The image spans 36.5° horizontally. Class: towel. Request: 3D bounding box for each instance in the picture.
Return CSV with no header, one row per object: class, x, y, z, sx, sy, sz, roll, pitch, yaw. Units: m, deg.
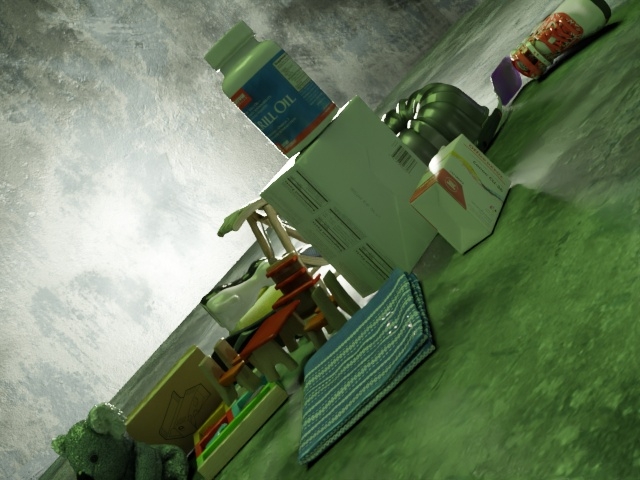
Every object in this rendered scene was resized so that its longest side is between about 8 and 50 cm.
towel,0.055,0.165,1.381,0.243,0.040,0.336,-45,8,10

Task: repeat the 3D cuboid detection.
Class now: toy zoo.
toy zoo,-0.148,0.307,1.720,0.192,0.030,0.293,-47,8,-5

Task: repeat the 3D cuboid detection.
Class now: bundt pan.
bundt pan,0.192,-0.206,2.035,0.331,0.124,0.331,-41,17,15

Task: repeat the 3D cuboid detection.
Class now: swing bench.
swing bench,-0.061,0.004,1.973,0.165,0.254,0.253,-47,9,-10

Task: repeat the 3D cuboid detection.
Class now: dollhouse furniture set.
dollhouse furniture set,-0.070,0.131,1.693,0.262,0.135,0.259,-33,8,23

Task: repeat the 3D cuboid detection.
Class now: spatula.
spatula,0.350,-0.266,1.928,0.030,0.084,0.296,-10,34,32

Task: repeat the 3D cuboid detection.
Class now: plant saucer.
plant saucer,-0.155,0.167,2.387,0.188,0.045,0.188,-48,9,-15

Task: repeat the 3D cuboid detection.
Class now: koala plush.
koala plush,-0.357,0.391,1.691,0.196,0.221,0.203,-40,10,37

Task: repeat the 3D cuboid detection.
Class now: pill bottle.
pill bottle,-0.086,-0.255,1.621,0.124,0.221,0.124,-44,8,8

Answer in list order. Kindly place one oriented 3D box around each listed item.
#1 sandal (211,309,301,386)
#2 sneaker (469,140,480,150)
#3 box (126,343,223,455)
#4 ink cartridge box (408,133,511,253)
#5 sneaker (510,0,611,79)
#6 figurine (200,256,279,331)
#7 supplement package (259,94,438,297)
sandal,-0.129,0.208,1.877,0.254,0.097,0.054,-42,9,20
sneaker,0.260,-0.160,1.808,0.077,0.072,0.178,-50,10,-12
box,-0.260,0.318,1.824,0.021,0.164,0.201,22,64,47
ink cartridge box,0.220,-0.083,1.481,0.067,0.115,0.198,-41,10,37
sneaker,0.458,-0.390,1.888,0.145,0.090,0.270,-48,5,-5
figurine,-0.178,0.112,2.329,0.209,0.092,0.215,-43,8,-10
supplement package,0.069,-0.074,1.675,0.204,0.262,0.145,-51,11,-36
